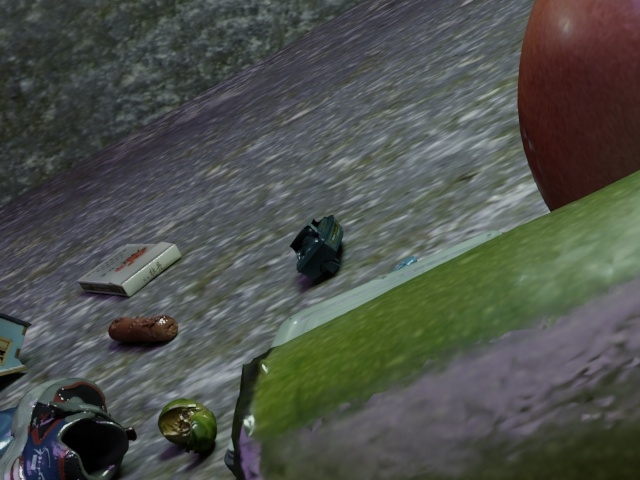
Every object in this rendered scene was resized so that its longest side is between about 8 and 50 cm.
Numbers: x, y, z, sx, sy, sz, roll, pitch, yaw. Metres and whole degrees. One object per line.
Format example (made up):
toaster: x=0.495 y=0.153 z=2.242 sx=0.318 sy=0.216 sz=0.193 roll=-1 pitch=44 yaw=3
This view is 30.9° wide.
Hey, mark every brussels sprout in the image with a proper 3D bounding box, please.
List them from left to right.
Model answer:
brussels sprout: x=-0.125 y=0.184 z=1.138 sx=0.051 sy=0.046 sz=0.083 roll=-34 pitch=27 yaw=-23

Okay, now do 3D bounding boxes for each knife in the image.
knife: x=0.069 y=0.045 z=1.250 sx=0.096 sy=0.010 sz=0.027 roll=-38 pitch=19 yaw=-25

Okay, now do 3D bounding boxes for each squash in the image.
squash: x=0.185 y=0.090 z=0.519 sx=0.384 sy=0.263 sz=0.263 roll=-26 pitch=18 yaw=16

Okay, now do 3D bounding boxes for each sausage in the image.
sausage: x=-0.237 y=0.116 z=1.515 sx=0.158 sy=0.042 sz=0.036 roll=-8 pitch=66 yaw=55

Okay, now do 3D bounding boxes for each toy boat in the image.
toy boat: x=0.000 y=0.000 z=1.415 sx=0.055 sy=0.060 sz=0.141 roll=-51 pitch=6 yaw=18

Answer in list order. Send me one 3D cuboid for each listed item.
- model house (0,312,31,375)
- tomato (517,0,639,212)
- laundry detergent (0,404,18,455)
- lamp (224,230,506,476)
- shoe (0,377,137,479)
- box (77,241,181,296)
model house: x=-0.573 y=0.181 z=1.652 sx=0.178 sy=0.271 sz=0.206 roll=-6 pitch=66 yaw=51
tomato: x=0.294 y=-0.081 z=0.720 sx=0.341 sy=0.341 sz=0.272 roll=-24 pitch=32 yaw=20
laundry detergent: x=-0.377 y=0.266 z=1.249 sx=0.290 sy=0.094 sz=0.143 roll=-39 pitch=12 yaw=-35
lamp: x=0.056 y=0.101 z=1.052 sx=0.269 sy=0.047 sz=0.266 roll=-24 pitch=17 yaw=19
shoe: x=-0.249 y=0.198 z=1.185 sx=0.125 sy=0.099 sz=0.227 roll=-33 pitch=21 yaw=20
box: x=-0.305 y=0.044 z=1.832 sx=0.109 sy=0.029 sz=0.198 roll=-39 pitch=19 yaw=-25
